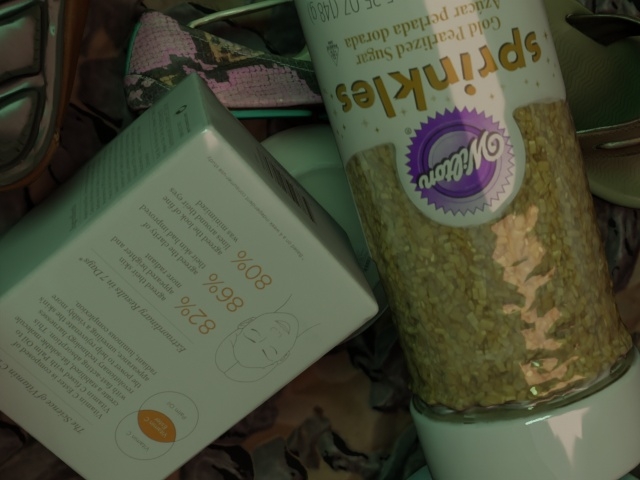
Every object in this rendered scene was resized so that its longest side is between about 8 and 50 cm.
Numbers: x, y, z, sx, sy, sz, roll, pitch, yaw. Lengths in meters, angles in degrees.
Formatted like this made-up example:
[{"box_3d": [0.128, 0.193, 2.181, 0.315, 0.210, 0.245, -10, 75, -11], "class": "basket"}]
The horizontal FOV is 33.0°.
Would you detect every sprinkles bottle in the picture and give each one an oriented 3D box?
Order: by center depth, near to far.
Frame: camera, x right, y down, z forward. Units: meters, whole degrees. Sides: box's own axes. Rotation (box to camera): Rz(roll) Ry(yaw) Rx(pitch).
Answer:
[{"box_3d": [0.066, -0.051, 0.535, 0.121, 0.121, 0.355, -22, 101, -23], "class": "sprinkles bottle"}]

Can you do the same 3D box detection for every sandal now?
[{"box_3d": [0.178, -0.097, 0.693, 0.303, 0.086, 0.120, 19, 89, -29], "class": "sandal"}]

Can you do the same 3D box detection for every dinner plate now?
[{"box_3d": [0.000, 0.000, 0.657, 0.141, 0.017, 0.141, -6, 102, -28], "class": "dinner plate"}]

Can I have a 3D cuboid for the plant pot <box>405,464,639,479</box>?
[{"box_3d": [0.226, 0.309, 0.665, 0.334, 0.341, 0.341, 15, 91, -36], "class": "plant pot"}]

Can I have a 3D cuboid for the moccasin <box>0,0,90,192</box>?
[{"box_3d": [-0.137, -0.212, 0.492, 0.139, 0.147, 0.379, 2, 101, -13], "class": "moccasin"}]

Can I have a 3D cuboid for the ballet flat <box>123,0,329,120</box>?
[{"box_3d": [-0.001, -0.097, 0.611, 0.222, 0.077, 0.079, 1, 94, -24], "class": "ballet flat"}]

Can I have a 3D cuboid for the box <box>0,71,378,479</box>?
[{"box_3d": [-0.081, 0.025, 0.543, 0.170, 0.091, 0.130, -38, 116, 8], "class": "box"}]
